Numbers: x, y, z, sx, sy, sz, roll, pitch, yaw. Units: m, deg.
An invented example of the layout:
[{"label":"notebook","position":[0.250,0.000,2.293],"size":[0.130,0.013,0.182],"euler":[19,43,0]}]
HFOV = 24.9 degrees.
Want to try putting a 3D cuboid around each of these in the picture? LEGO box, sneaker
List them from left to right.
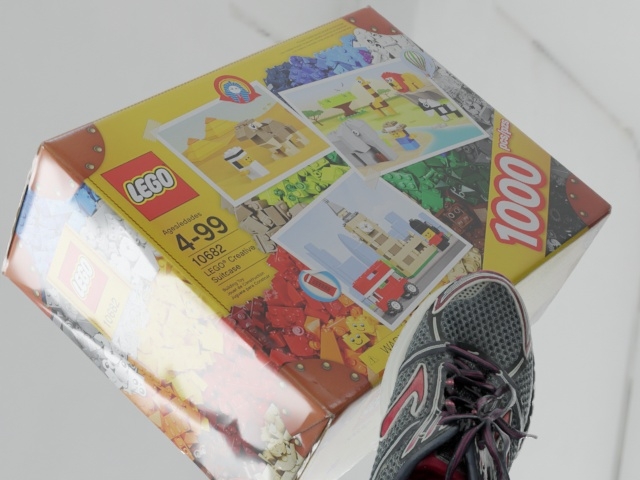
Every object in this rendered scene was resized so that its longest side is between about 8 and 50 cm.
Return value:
[{"label":"LEGO box","position":[0.000,0.000,1.472],"size":[0.500,0.372,0.193],"euler":[-31,-24,-45]},{"label":"sneaker","position":[0.099,0.141,1.028],"size":[0.112,0.120,0.299],"euler":[115,176,-52]}]
